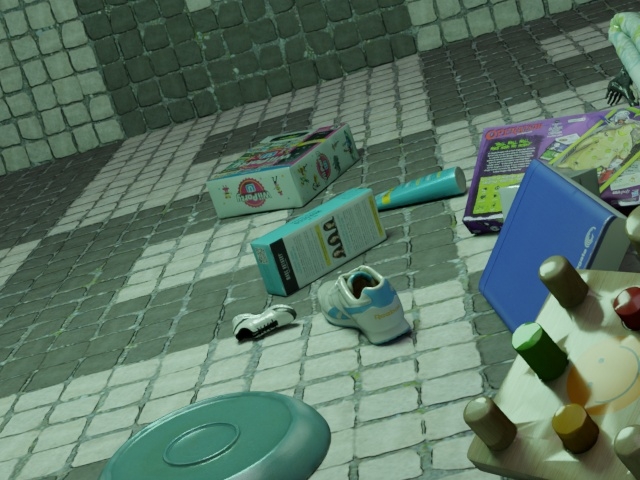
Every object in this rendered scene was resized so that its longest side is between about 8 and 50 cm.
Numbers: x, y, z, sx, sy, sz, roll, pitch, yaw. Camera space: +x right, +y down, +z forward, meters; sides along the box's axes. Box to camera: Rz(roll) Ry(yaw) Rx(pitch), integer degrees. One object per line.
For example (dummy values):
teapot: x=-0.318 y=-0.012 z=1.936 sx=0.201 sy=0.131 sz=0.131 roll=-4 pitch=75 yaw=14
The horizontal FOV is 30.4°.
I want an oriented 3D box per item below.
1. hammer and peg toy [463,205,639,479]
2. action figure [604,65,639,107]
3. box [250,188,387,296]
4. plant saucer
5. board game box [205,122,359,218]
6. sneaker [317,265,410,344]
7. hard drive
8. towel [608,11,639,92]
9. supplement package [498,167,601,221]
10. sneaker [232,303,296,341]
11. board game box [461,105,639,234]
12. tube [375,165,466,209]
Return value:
hammer and peg toy: x=0.324 y=0.096 z=1.189 sx=0.266 sy=0.127 sz=0.361 roll=5 pitch=55 yaw=50
action figure: x=0.606 y=-0.192 z=2.017 sx=0.164 sy=0.141 sz=0.276 roll=-12 pitch=43 yaw=-10
box: x=0.000 y=0.000 z=2.067 sx=0.244 sy=0.101 sz=0.060 roll=-28 pitch=19 yaw=-32
plant saucer: x=-0.144 y=0.270 z=1.481 sx=0.317 sy=0.044 sz=0.317 roll=-16 pitch=17 yaw=5
board game box: x=-0.080 y=-0.159 z=2.641 sx=0.224 sy=0.097 sz=0.303 roll=-8 pitch=21 yaw=30
sneaker: x=0.058 y=0.082 z=1.773 sx=0.087 sy=0.092 sz=0.228 roll=-26 pitch=18 yaw=-20
hard drive: x=0.299 y=0.026 z=1.552 sx=0.040 sy=0.210 sz=0.319 roll=18 pitch=13 yaw=-12
towel: x=0.657 y=-0.259 z=1.903 sx=0.320 sy=0.090 sz=0.374 roll=15 pitch=29 yaw=-8
supplement package: x=0.354 y=-0.045 z=1.786 sx=0.105 sy=0.105 sz=0.179 roll=-7 pitch=6 yaw=29
sneaker: x=-0.088 y=0.134 z=1.862 sx=0.109 sy=0.040 sz=0.044 roll=-17 pitch=33 yaw=14
board game box: x=0.415 y=-0.118 z=1.948 sx=0.346 sy=0.056 sz=0.208 roll=-5 pitch=57 yaw=34
tube: x=0.179 y=-0.093 z=2.277 sx=0.207 sy=0.052 sz=0.080 roll=-15 pitch=10 yaw=28
